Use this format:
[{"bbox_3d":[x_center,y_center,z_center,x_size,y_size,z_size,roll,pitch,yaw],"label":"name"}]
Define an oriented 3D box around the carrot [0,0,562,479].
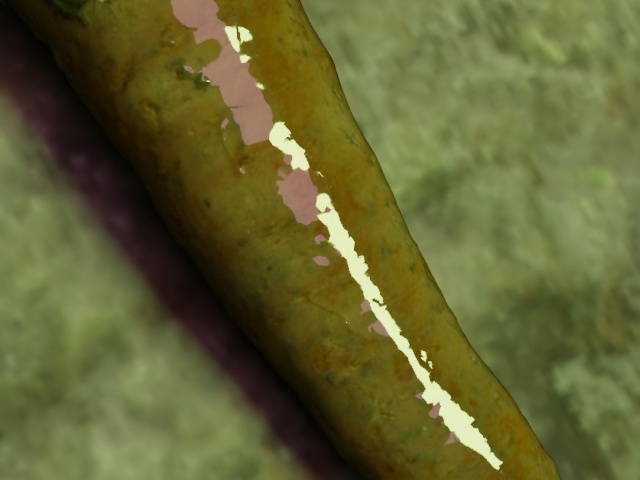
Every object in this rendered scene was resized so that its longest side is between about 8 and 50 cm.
[{"bbox_3d":[0.000,0.000,0.498,0.078,0.078,0.298,-33,90,-23],"label":"carrot"}]
